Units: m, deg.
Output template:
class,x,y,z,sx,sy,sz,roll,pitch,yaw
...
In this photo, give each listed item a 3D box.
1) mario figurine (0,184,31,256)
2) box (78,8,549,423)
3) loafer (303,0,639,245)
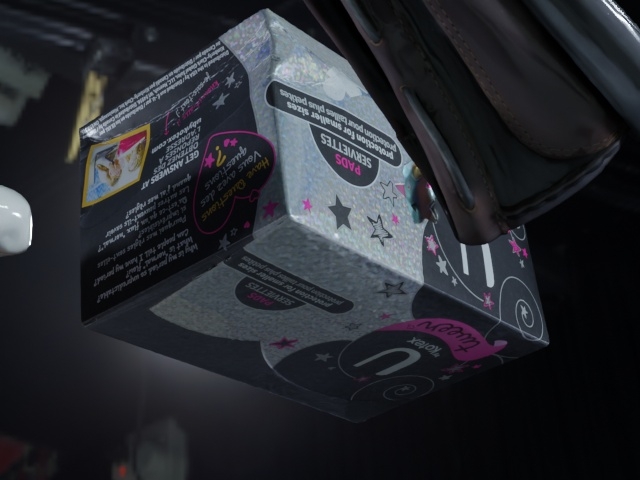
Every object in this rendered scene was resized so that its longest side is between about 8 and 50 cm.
class,x,y,z,sx,sy,sz,roll,pitch,yaw
mario figurine,-0.235,0.046,0.627,0.198,0.170,0.320,-22,-22,2
box,0.000,0.000,0.803,0.163,0.142,0.247,-27,-34,32
loafer,-0.014,-0.117,0.420,0.302,0.109,0.095,42,-78,-14
